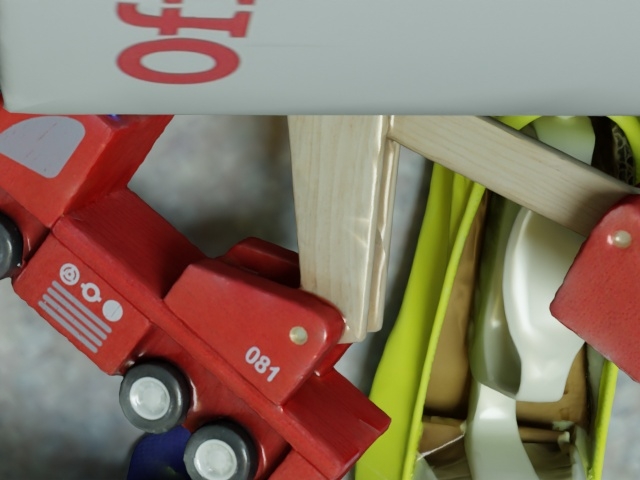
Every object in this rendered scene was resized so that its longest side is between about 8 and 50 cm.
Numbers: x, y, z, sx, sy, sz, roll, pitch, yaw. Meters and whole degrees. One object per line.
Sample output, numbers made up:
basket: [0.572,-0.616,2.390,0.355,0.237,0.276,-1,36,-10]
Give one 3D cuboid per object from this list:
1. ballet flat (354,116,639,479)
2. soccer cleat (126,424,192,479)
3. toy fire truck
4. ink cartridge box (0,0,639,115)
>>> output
ballet flat: [0.056,0.044,0.547,0.077,0.077,0.231,3,114,-8]
soccer cleat: [-0.081,0.133,0.468,0.093,0.289,0.121,-15,98,25]
toy fire truck: [0.000,0.000,0.485,0.192,0.047,0.135,41,112,8]
ink cartridge box: [0.136,-0.137,0.294,0.395,0.285,0.166,0,75,-7]
